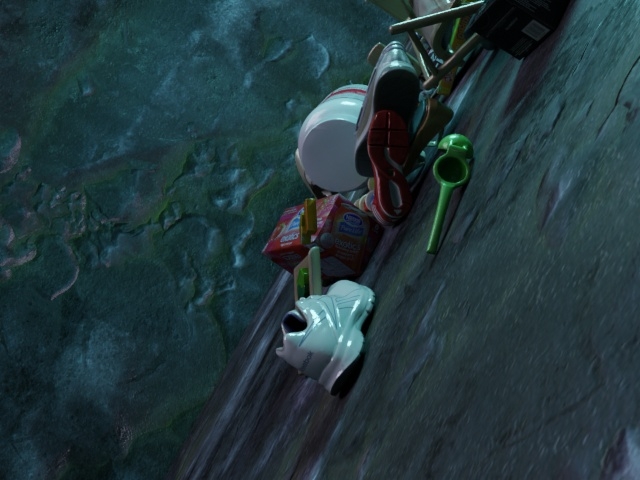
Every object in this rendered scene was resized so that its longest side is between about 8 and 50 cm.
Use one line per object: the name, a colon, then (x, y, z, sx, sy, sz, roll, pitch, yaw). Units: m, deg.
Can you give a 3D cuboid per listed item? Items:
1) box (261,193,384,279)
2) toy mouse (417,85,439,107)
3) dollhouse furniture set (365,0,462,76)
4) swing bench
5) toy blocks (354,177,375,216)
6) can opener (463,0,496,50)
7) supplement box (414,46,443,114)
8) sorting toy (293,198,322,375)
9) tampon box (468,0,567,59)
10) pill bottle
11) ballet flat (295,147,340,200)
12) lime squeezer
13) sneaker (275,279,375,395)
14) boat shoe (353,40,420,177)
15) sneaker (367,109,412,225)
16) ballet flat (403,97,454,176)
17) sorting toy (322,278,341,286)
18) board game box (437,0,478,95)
box: (0.000, 0.000, 1.882, 0.257, 0.128, 0.122, -13, 45, 61)
toy mouse: (0.228, -0.291, 2.020, 0.143, 0.031, 0.160, -74, 0, -67)
dollhouse furniture set: (0.204, -0.549, 2.142, 0.286, 0.198, 0.303, -55, 8, 20)
swing bench: (0.250, -0.458, 1.669, 0.255, 0.165, 0.253, -28, 39, 15)
toy blocks: (0.132, -0.110, 1.968, 0.123, 0.054, 0.148, -59, 7, -14)
can opener: (0.385, -0.499, 1.781, 0.283, 0.076, 0.095, -60, -27, -3)
supplement box: (0.267, -0.410, 2.231, 0.130, 0.073, 0.239, -61, 7, -16)
sorting toy: (-0.032, 0.090, 1.672, 0.229, 0.041, 0.307, 124, 144, -74)
tampon box: (0.332, -0.395, 1.424, 0.161, 0.101, 0.120, -61, 6, -19)
pill bottle: (0.070, -0.251, 2.223, 0.229, 0.229, 0.407, -58, 2, 19)
ballet flat: (0.011, -0.143, 2.394, 0.086, 0.248, 0.086, -27, 11, 6)
lime squeezer: (0.192, -0.101, 1.383, 0.110, 0.059, 0.310, -56, 8, 31)
sneaker: (0.009, 0.128, 1.448, 0.111, 0.129, 0.297, -61, 3, 20)
boat shoe: (0.133, -0.253, 1.825, 0.320, 0.118, 0.103, 96, 173, -52)
sneaker: (0.120, -0.132, 1.737, 0.128, 0.087, 0.221, 122, 151, -68)
ballet flat: (0.190, -0.183, 1.768, 0.232, 0.073, 0.080, 122, 154, -48)
sorting toy: (0.038, 0.072, 1.977, 0.061, 0.042, 0.102, -43, -22, -50)
board game box: (0.303, -0.454, 1.938, 0.124, 0.039, 0.259, -73, -6, -49)
